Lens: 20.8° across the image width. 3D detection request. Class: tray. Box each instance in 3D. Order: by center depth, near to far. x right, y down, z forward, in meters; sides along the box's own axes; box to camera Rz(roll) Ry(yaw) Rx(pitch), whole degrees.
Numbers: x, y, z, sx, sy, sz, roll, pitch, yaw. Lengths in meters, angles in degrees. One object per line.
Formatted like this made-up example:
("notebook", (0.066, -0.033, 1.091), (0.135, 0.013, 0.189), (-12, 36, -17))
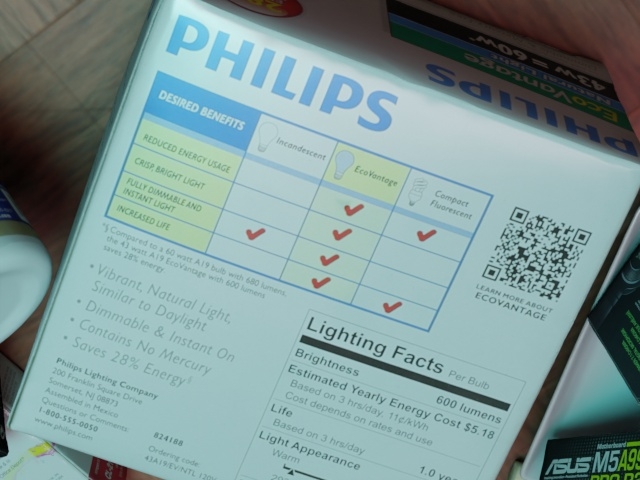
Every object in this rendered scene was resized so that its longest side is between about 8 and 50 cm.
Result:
("tray", (0.272, 0.094, 1.445), (0.145, 0.030, 0.270), (12, 116, -17))

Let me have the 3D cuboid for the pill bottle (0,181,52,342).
("pill bottle", (-0.323, -0.040, 1.265), (0.153, 0.153, 0.265), (-44, 70, 19))

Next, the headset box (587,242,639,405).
("headset box", (0.384, 0.042, 1.346), (0.246, 0.131, 0.283), (22, 112, -23))

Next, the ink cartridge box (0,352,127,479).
("ink cartridge box", (-0.270, 0.188, 1.477), (0.127, 0.072, 0.175), (-39, 110, 17))

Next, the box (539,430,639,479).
("box", (0.343, 0.222, 1.400), (0.270, 0.216, 0.060), (22, 71, -23))

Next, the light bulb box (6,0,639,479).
("light bulb box", (0.000, 0.000, 1.302), (0.358, 0.225, 0.361), (20, 113, -8))

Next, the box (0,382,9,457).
("box", (-0.392, 0.094, 1.369), (0.261, 0.103, 0.184), (-10, 73, 5))

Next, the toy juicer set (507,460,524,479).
("toy juicer set", (0.163, 0.315, 1.539), (0.209, 0.089, 0.329), (38, 88, -4))
